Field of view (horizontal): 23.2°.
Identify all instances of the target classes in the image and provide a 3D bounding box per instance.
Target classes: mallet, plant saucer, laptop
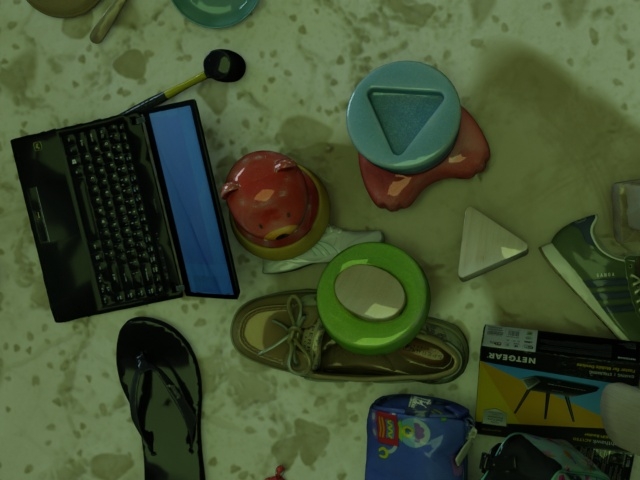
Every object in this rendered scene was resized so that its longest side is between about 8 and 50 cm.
[{"bbox_3d":[-0.175,-0.178,1.882,0.189,0.062,0.039,-26,86,23],"label":"mallet"},{"bbox_3d":[-0.125,-0.314,1.864,0.119,0.021,0.119,3,107,9],"label":"plant saucer"},{"bbox_3d":[-0.232,-0.028,1.824,0.264,0.136,0.234,-11,96,9],"label":"laptop"}]

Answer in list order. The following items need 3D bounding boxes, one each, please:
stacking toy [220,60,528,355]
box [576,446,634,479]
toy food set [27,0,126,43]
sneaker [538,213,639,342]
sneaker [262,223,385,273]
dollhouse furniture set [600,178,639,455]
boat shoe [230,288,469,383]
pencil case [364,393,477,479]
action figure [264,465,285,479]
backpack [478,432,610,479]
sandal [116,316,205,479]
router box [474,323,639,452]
[{"bbox_3d":[0.061,-0.041,1.752,0.309,0.130,0.279,-34,71,0],"label":"stacking toy"},{"bbox_3d":[0.324,0.279,1.815,0.067,0.018,0.083,11,92,9],"label":"box"},{"bbox_3d":[-0.309,-0.336,1.900,0.192,0.038,0.132,37,103,1],"label":"toy food set"},{"bbox_3d":[0.343,0.053,1.786,0.086,0.064,0.192,-43,85,7],"label":"sneaker"},{"bbox_3d":[0.000,0.000,1.844,0.152,0.054,0.061,-10,86,9],"label":"sneaker"},{"bbox_3d":[0.461,0.131,1.672,0.362,0.256,0.394,-9,100,-20],"label":"dollhouse furniture set"},{"bbox_3d":[0.030,0.115,1.822,0.285,0.089,0.104,4,92,9],"label":"boat shoe"},{"bbox_3d":[0.118,0.324,1.795,0.133,0.119,0.306,1,92,32],"label":"pencil case"},{"bbox_3d":[-0.061,0.326,1.871,0.038,0.030,0.115,14,91,13],"label":"action figure"},{"bbox_3d":[0.246,0.304,1.728,0.144,0.188,0.166,34,101,27],"label":"backpack"},{"bbox_3d":[-0.186,0.214,1.874,0.097,0.054,0.254,-13,89,9],"label":"sandal"},{"bbox_3d":[0.269,0.169,1.778,0.179,0.046,0.133,6,125,9],"label":"router box"}]
